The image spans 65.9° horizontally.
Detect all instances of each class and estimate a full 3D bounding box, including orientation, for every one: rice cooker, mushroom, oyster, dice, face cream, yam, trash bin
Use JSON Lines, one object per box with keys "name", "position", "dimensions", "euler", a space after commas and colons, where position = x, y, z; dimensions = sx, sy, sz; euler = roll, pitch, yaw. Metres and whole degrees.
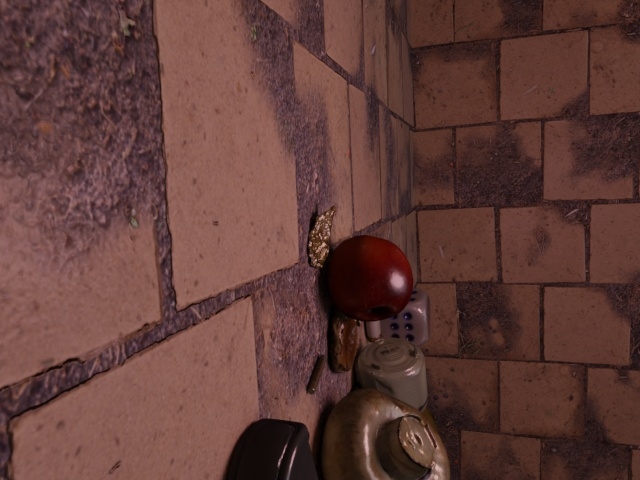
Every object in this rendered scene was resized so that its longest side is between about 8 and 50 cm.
{"name": "rice cooker", "position": [0.226, 0.446, 1.567], "dimensions": [0.226, 0.226, 0.243], "euler": [-59, 142, -59]}
{"name": "mushroom", "position": [0.163, 0.530, 1.206], "dimensions": [0.352, 0.260, 0.352], "euler": [26, 42, -25]}
{"name": "oyster", "position": [0.000, 0.000, 1.180], "dimensions": [0.146, 0.045, 0.121], "euler": [-69, 167, -49]}
{"name": "dice", "position": [0.340, 0.305, 1.983], "dimensions": [0.192, 0.194, 0.193], "euler": [-52, 140, -66]}
{"name": "face cream", "position": [0.179, 0.268, 1.703], "dimensions": [0.072, 0.051, 0.182], "euler": [-64, 150, -62]}
{"name": "yam", "position": [-0.007, 0.311, 1.158], "dimensions": [0.116, 0.021, 0.021], "euler": [-62, 147, -54]}
{"name": "trash bin", "position": [-0.072, 0.418, 0.827], "dimensions": [0.176, 0.101, 0.236], "euler": [-72, 158, -50]}

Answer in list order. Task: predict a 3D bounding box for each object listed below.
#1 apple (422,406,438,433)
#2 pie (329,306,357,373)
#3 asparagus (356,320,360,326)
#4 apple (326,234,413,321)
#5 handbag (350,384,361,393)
{"name": "apple", "position": [0.279, 0.663, 1.697], "dimensions": [0.262, 0.263, 0.262], "euler": [-1, 90, -73]}
{"name": "pie", "position": [0.063, 0.266, 1.342], "dimensions": [0.195, 0.046, 0.194], "euler": [0, 90, -71]}
{"name": "asparagus", "position": [0.104, 0.232, 1.526], "dimensions": [0.016, 0.016, 0.162], "euler": [-62, 154, -20]}
{"name": "apple", "position": [0.124, 0.098, 1.263], "dimensions": [0.218, 0.219, 0.201], "euler": [55, 34, -61]}
{"name": "handbag", "position": [0.110, 0.567, 1.439], "dimensions": [0.175, 0.089, 0.270], "euler": [58, 30, -78]}
